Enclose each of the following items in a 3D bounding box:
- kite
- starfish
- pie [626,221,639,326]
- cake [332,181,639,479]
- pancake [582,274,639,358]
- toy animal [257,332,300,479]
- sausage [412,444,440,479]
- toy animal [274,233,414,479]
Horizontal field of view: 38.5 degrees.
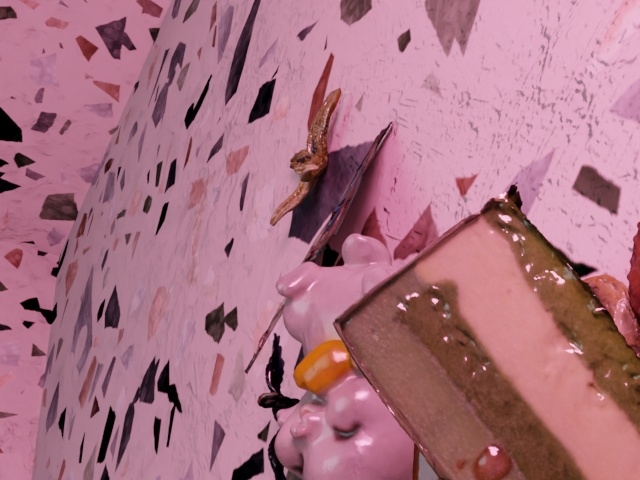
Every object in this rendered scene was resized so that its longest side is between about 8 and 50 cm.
[{"bbox_3d":[-0.001,0.000,1.116,0.368,0.014,0.406,-60,1,-13],"label":"kite"},{"bbox_3d":[-0.016,-0.119,1.325,0.223,0.050,0.217,-61,17,-1],"label":"starfish"},{"bbox_3d":[0.285,-0.001,0.570,0.218,0.054,0.204,-51,31,37],"label":"pie"},{"bbox_3d":[0.161,0.130,0.635,0.158,0.172,0.283,-37,74,4],"label":"cake"},{"bbox_3d":[0.205,0.094,0.718,0.139,0.022,0.139,-46,36,48],"label":"pancake"},{"bbox_3d":[-0.033,0.207,1.075,0.062,0.108,0.220,-42,38,32],"label":"toy animal"},{"bbox_3d":[0.112,0.281,0.691,0.094,0.097,0.348,78,-164,-70],"label":"sausage"},{"bbox_3d":[0.050,0.163,0.872,0.208,0.154,0.325,-38,59,22],"label":"toy animal"}]
